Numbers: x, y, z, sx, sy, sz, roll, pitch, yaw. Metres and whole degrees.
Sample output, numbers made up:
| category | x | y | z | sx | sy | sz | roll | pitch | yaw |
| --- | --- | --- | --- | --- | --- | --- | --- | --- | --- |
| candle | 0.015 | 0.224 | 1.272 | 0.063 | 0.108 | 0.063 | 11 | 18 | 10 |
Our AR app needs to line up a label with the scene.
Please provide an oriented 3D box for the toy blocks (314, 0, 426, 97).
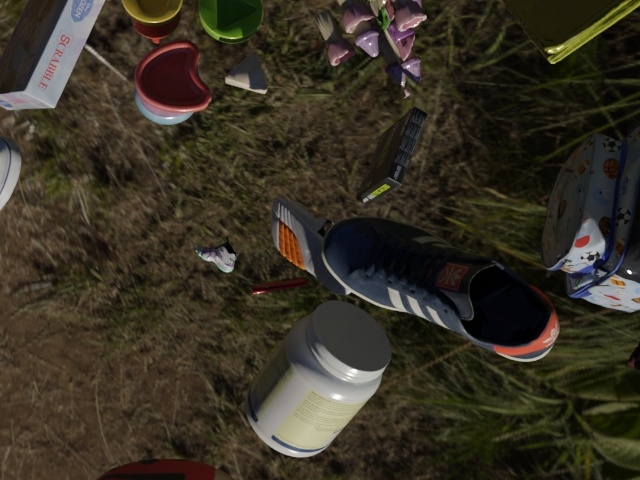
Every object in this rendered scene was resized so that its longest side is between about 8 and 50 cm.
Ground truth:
| category | x | y | z | sx | sy | sz | roll | pitch | yaw |
| --- | --- | --- | --- | --- | --- | --- | --- | --- | --- |
| toy blocks | 0.182 | -0.480 | 1.855 | 0.308 | 0.288 | 0.260 | -26 | 88 | -9 |

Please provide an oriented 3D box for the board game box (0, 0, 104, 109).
| category | x | y | z | sx | sy | sz | roll | pitch | yaw |
| --- | --- | --- | --- | --- | --- | --- | --- | --- | --- |
| board game box | -0.528 | -0.411 | 1.617 | 0.066 | 0.318 | 0.319 | 27 | 80 | -35 |

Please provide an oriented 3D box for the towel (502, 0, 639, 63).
| category | x | y | z | sx | sy | sz | roll | pitch | yaw |
| --- | --- | --- | --- | --- | --- | --- | --- | --- | --- |
| towel | 0.213 | -0.235 | 0.739 | 0.102 | 0.237 | 0.021 | -36 | 118 | 19 |

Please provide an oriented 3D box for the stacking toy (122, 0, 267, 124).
| category | x | y | z | sx | sy | sz | roll | pitch | yaw |
| --- | --- | --- | --- | --- | --- | --- | --- | --- | --- |
| stacking toy | -0.256 | -0.386 | 1.695 | 0.279 | 0.130 | 0.309 | -4 | 77 | -12 |

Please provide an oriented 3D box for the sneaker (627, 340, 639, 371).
| category | x | y | z | sx | sy | sz | roll | pitch | yaw |
| --- | --- | --- | --- | --- | --- | --- | --- | --- | --- |
| sneaker | 0.362 | 0.054 | 0.803 | 0.162 | 0.106 | 0.281 | -37 | 122 | -12 |

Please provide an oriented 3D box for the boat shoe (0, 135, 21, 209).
| category | x | y | z | sx | sy | sz | roll | pitch | yaw |
| --- | --- | --- | --- | --- | --- | --- | --- | --- | --- |
| boat shoe | -0.572 | -0.058 | 1.305 | 0.258 | 0.095 | 0.084 | -56 | 161 | 3 |

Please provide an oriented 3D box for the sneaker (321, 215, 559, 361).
| category | x | y | z | sx | sy | sz | roll | pitch | yaw |
| --- | --- | --- | --- | --- | --- | --- | --- | --- | --- |
| sneaker | 0.160 | 0.050 | 1.117 | 0.350 | 0.148 | 0.131 | 22 | 82 | 12 |

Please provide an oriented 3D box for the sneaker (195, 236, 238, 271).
| category | x | y | z | sx | sy | sz | roll | pitch | yaw |
| --- | --- | --- | --- | --- | --- | --- | --- | --- | --- |
| sneaker | -0.223 | 0.018 | 1.816 | 0.098 | 0.038 | 0.069 | 29 | 108 | 11 |

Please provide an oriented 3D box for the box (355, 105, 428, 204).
| category | x | y | z | sx | sy | sz | roll | pitch | yaw |
| --- | --- | --- | --- | --- | --- | --- | --- | --- | --- |
| box | 0.161 | -0.188 | 1.885 | 0.045 | 0.184 | 0.191 | 26 | 71 | -10 |

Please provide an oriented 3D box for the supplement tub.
| category | x | y | z | sx | sy | sz | roll | pitch | yaw |
| --- | --- | --- | --- | --- | --- | --- | --- | --- | --- |
| supplement tub | -0.006 | 0.315 | 1.892 | 0.235 | 0.235 | 0.325 | 17 | 128 | -25 |

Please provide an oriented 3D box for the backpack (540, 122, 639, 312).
| category | x | y | z | sx | sy | sz | roll | pitch | yaw |
| --- | --- | --- | --- | --- | --- | --- | --- | --- | --- |
| backpack | 0.436 | -0.018 | 1.205 | 0.213 | 0.263 | 0.277 | 18 | 72 | 10 |

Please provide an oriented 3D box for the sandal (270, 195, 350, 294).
| category | x | y | z | sx | sy | sz | roll | pitch | yaw |
| --- | --- | --- | --- | --- | --- | --- | --- | --- | --- |
| sandal | -0.001 | 0.009 | 1.492 | 0.076 | 0.265 | 0.102 | -15 | 130 | -33 |

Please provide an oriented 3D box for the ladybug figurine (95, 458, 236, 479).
| category | x | y | z | sx | sy | sz | roll | pitch | yaw |
| --- | --- | --- | --- | --- | --- | --- | --- | --- | --- |
| ladybug figurine | -0.391 | 0.651 | 2.044 | 0.449 | 0.305 | 0.162 | 0 | 112 | -4 |

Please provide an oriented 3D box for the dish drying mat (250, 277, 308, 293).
| category | x | y | z | sx | sy | sz | roll | pitch | yaw |
| --- | --- | --- | --- | --- | --- | --- | --- | --- | --- |
| dish drying mat | -0.061 | 0.066 | 1.229 | 0.083 | 0.032 | 0.008 | -8 | 106 | -11 |
